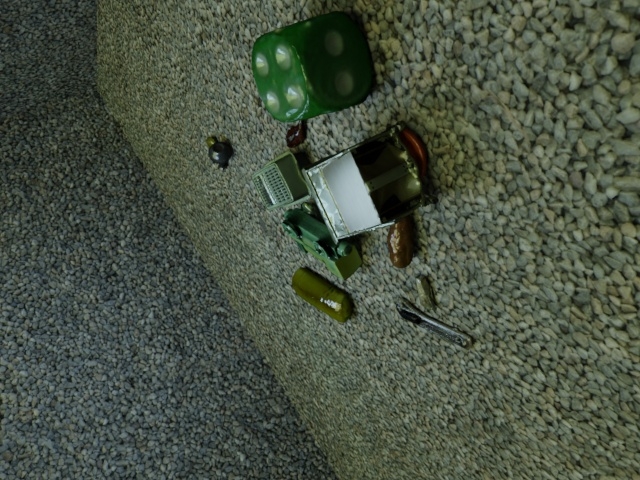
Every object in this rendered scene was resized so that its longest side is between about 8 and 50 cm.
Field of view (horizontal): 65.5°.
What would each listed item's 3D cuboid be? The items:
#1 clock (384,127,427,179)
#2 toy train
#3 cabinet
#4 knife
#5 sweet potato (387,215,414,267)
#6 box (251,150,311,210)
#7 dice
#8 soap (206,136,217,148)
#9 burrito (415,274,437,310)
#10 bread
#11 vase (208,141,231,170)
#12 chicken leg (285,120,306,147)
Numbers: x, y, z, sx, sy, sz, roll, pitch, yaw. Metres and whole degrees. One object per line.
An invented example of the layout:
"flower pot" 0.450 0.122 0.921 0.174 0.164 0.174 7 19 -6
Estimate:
"clock" 0.265 -0.276 1.644 0.205 0.051 0.205 35 142 34
"toy train" 0.000 0.000 2.128 0.397 0.160 0.253 32 160 39
"cabinet" 0.157 -0.183 1.611 0.318 0.228 0.289 -16 100 56
"knife" 0.425 0.322 1.915 0.365 0.043 0.089 26 136 43
"sweet potato" 0.287 -0.024 1.784 0.097 0.097 0.251 18 121 49
"box" -0.156 -0.255 2.161 0.291 0.166 0.220 -12 105 58
"dice" -0.029 -0.554 1.617 0.297 0.287 0.299 9 121 49
"soap" -0.576 -0.494 2.694 0.089 0.045 0.140 10 123 49
"burrito" 0.391 0.197 1.860 0.055 0.041 0.149 -7 110 43
"bread" -0.005 0.271 2.431 0.384 0.112 0.166 30 137 40
"vase" -0.522 -0.435 2.613 0.120 0.120 0.182 49 161 19
"chicken leg" -0.097 -0.446 2.039 0.205 0.053 0.093 -26 78 55
